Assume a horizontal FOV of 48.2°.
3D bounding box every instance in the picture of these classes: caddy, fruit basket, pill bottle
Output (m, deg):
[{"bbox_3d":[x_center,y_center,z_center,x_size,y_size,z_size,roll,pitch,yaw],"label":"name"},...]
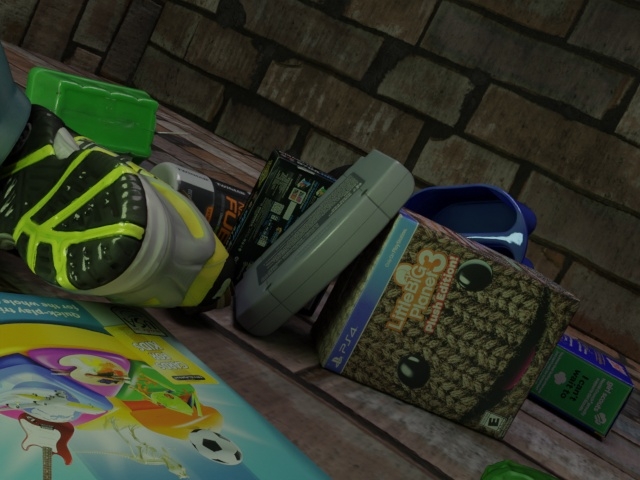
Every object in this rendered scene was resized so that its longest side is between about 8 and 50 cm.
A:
[{"bbox_3d":[0.307,0.003,1.568,0.341,0.241,0.179,-1,-7,41],"label":"caddy"},{"bbox_3d":[-0.478,-0.222,1.398,0.327,0.165,0.353,6,-2,-39],"label":"fruit basket"},{"bbox_3d":[-0.172,-0.033,1.187,0.245,0.130,0.130,19,11,-40],"label":"pill bottle"}]

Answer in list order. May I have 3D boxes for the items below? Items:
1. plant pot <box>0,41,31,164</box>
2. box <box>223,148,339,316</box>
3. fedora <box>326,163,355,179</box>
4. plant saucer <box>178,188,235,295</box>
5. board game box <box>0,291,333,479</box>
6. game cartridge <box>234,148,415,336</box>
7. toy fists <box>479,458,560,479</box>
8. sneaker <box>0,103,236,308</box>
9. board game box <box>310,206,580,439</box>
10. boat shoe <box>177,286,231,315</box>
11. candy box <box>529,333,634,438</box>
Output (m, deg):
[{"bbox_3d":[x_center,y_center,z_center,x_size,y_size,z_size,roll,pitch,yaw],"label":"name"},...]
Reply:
[{"bbox_3d":[-0.399,-0.125,0.655,0.196,0.293,0.293,42,-1,-35],"label":"plant pot"},{"bbox_3d":[-0.043,-0.008,1.122,0.175,0.220,0.051,23,14,-21],"label":"box"},{"bbox_3d":[0.095,-0.099,1.789,0.334,0.152,0.334,-2,-21,-1],"label":"fedora"},{"bbox_3d":[-0.171,0.009,1.011,0.168,0.029,0.168,55,-16,25],"label":"plant saucer"},{"bbox_3d":[-0.130,0.143,0.439,0.336,0.079,0.254,32,10,34],"label":"board game box"},{"bbox_3d":[0.000,0.000,0.991,0.062,0.297,0.198,44,5,-19],"label":"game cartridge"},{"bbox_3d":[0.259,0.298,0.639,0.279,0.096,0.142,27,-2,11],"label":"toy fists"},{"bbox_3d":[-0.228,-0.023,0.688,0.147,0.145,0.384,34,-1,-43],"label":"sneaker"},{"bbox_3d":[0.170,0.109,1.024,0.291,0.232,0.141,24,9,-13],"label":"board game box"},{"bbox_3d":[-0.198,0.029,0.928,0.073,0.080,0.223,-20,35,-32],"label":"boat shoe"},{"bbox_3d":[0.451,0.240,1.450,0.317,0.122,0.268,28,7,18],"label":"candy box"}]
